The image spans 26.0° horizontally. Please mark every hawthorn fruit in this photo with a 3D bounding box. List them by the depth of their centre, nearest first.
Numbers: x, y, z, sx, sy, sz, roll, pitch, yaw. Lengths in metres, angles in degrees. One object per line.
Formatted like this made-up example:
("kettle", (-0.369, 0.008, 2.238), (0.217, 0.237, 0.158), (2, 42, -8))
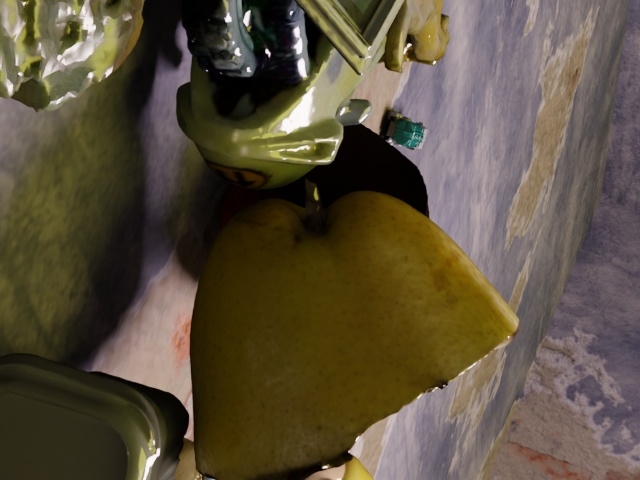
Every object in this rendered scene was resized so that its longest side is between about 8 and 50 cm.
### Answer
("hawthorn fruit", (0.000, 0.000, 1.223), (0.251, 0.190, 0.189), (111, 1, -76))

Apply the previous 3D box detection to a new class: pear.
("pear", (-0.005, 0.050, 1.022), (0.178, 0.267, 0.267), (62, 27, -4))

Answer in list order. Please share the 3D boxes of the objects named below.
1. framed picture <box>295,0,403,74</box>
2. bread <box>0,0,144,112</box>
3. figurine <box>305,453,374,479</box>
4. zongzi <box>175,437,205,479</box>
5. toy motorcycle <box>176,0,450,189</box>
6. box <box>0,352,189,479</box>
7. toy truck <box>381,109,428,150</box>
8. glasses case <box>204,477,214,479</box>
("framed picture", (-0.011, -0.284, 0.863), (0.296, 0.019, 0.232), (46, 56, -30))
("bread", (-0.141, -0.193, 0.656), (0.186, 0.124, 0.257), (65, 44, -65))
("figurine", (0.001, 0.257, 1.578), (0.156, 0.131, 0.246), (-118, -153, -64))
("zongzi", (-0.157, 0.259, 1.156), (0.160, 0.078, 0.176), (-49, 160, -39))
("toy motorcycle", (0.001, -0.188, 1.031), (0.410, 0.169, 0.237), (-49, 153, -52))
("box", (-0.179, 0.206, 0.948), (0.178, 0.138, 0.274), (-22, 129, -80))
("toy truck", (0.099, -0.125, 1.613), (0.039, 0.044, 0.083), (-71, 163, 6))
("glasses case", (-0.099, 0.278, 1.406), (0.266, 0.056, 0.105), (5, 78, -73))
